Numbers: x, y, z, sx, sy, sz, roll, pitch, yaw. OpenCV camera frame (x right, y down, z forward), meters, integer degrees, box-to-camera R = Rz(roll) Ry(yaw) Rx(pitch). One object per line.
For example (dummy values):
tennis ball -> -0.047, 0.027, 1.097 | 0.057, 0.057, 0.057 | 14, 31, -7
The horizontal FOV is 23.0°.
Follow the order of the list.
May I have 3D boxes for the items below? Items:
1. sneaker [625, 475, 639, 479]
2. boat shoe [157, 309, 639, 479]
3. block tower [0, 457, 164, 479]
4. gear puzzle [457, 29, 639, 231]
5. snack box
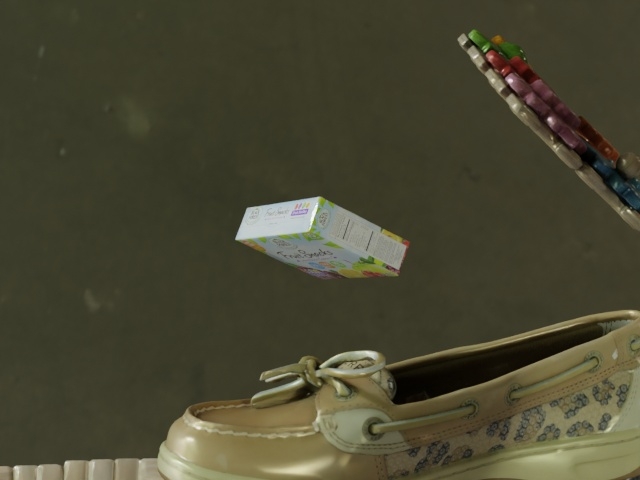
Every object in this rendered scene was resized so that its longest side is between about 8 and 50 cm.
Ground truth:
sneaker -> 0.232, 0.160, 1.086 | 0.146, 0.293, 0.102 | -24, 74, 9
boat shoe -> 0.050, 0.088, 0.852 | 0.285, 0.089, 0.104 | -3, 12, -22
block tower -> -0.236, 0.201, 1.039 | 0.335, 0.091, 0.097 | -3, 72, 12
gear puzzle -> 0.204, -0.123, 1.396 | 0.175, 0.044, 0.339 | 41, 11, -19
snack box -> 0.000, 0.000, 1.420 | 0.100, 0.141, 0.037 | 27, 74, -25
